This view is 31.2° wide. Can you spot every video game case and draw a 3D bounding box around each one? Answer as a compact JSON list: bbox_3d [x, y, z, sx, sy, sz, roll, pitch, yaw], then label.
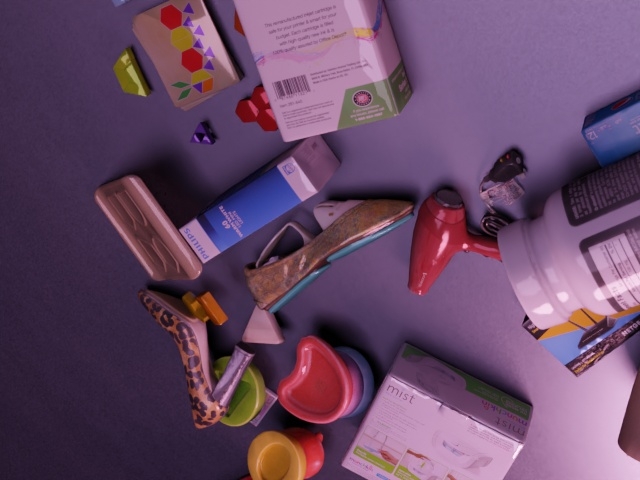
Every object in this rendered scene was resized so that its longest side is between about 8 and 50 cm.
[{"bbox_3d":[-0.151,0.292,2.195,0.122,0.011,0.087,35,121,1],"label":"video game case"}]

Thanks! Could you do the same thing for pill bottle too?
[{"bbox_3d":[0.462,-0.014,1.705,0.363,0.210,0.210,-25,105,21],"label":"pill bottle"}]

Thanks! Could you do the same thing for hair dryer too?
[{"bbox_3d":[0.255,0.008,1.880,0.293,0.080,0.223,-28,104,28],"label":"hair dryer"}]

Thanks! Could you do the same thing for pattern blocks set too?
[{"bbox_3d":[-0.220,-0.315,1.918,0.285,0.026,0.325,-9,111,22],"label":"pattern blocks set"}]

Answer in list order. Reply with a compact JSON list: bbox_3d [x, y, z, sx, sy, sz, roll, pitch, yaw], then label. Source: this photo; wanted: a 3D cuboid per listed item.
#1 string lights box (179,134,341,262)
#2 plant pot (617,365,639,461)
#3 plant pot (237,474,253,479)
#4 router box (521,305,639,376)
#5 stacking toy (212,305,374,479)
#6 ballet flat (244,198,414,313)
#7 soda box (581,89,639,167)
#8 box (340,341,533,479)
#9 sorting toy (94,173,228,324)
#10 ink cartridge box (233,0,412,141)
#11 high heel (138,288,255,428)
[{"bbox_3d":[-0.102,-0.074,1.932,0.260,0.133,0.077,-31,100,29],"label":"string lights box"},{"bbox_3d":[0.605,0.202,1.778,0.256,0.256,0.274,6,100,16],"label":"plant pot"},{"bbox_3d":[-0.125,0.578,2.227,0.191,0.191,0.174,-27,112,28],"label":"plant pot"},{"bbox_3d":[0.442,0.125,1.890,0.133,0.046,0.179,42,120,-4],"label":"router box"},{"bbox_3d":[-0.052,0.279,2.122,0.279,0.130,0.309,45,116,25],"label":"stacking toy"},{"bbox_3d":[0.000,0.000,1.951,0.348,0.123,0.123,-35,100,29],"label":"ballet flat"},{"bbox_3d":[0.499,-0.191,1.707,0.210,0.067,0.071,-27,104,28],"label":"soda box"},{"bbox_3d":[0.205,0.348,2.033,0.262,0.127,0.231,26,119,6],"label":"box"},{"bbox_3d":[-0.276,0.017,2.038,0.307,0.041,0.229,56,156,-12],"label":"sorting toy"},{"bbox_3d":[0.002,-0.317,1.788,0.201,0.117,0.278,-11,111,23],"label":"ink cartridge box"},{"bbox_3d":[-0.265,0.219,2.118,0.261,0.093,0.186,32,105,16],"label":"high heel"}]
